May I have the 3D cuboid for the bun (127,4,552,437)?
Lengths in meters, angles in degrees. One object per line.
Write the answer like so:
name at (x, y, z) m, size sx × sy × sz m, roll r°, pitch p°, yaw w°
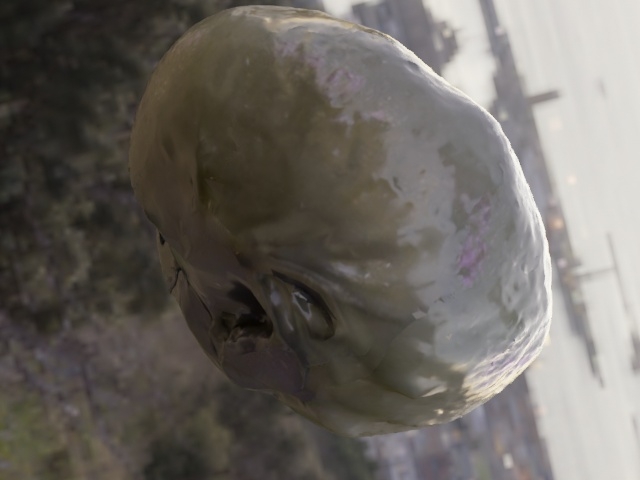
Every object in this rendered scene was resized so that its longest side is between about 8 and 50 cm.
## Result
bun at (0.003, -0.001, 1.037) m, size 0.168 × 0.273 × 0.272 m, roll -45°, pitch 127°, yaw -33°
